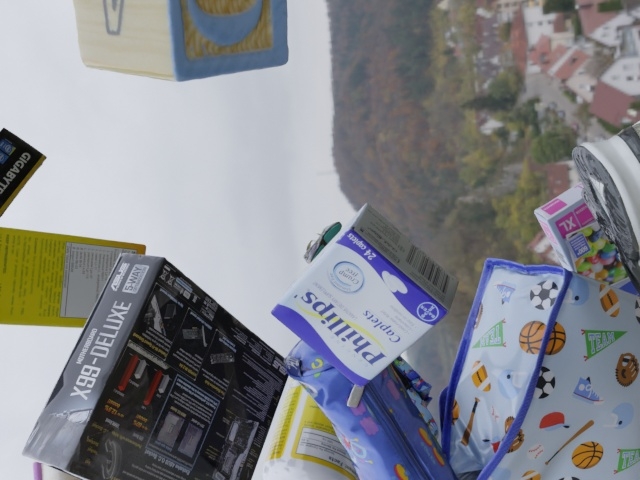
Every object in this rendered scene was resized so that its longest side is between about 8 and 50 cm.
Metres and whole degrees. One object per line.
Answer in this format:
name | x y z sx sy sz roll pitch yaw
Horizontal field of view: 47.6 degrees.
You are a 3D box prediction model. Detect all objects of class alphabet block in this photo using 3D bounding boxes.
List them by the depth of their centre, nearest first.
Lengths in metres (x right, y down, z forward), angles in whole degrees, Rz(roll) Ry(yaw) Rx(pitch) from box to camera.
alphabet block | -0.174 -0.310 0.893 0.192 0.197 0.193 -21 -61 -44

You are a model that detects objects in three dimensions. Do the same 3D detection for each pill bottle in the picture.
pill bottle | -0.004 0.408 1.426 0.188 0.188 0.334 75 -154 -49

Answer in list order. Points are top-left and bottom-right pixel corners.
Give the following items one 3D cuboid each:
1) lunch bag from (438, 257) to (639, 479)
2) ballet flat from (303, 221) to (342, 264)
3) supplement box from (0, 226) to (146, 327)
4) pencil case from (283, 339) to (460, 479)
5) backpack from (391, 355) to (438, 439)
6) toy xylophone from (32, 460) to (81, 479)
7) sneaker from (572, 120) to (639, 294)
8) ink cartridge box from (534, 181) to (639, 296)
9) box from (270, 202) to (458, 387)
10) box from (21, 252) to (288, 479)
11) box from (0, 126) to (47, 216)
lunch bag | 0.387 0.258 1.189 0.239 0.328 0.385 6 79 67
ballet flat | 0.000 0.000 1.549 0.114 0.041 0.041 -54 -21 -13
supplement box | -0.584 0.090 1.563 0.356 0.195 0.194 9 -100 -38
pencil case | 0.074 0.232 0.881 0.306 0.119 0.133 60 169 -14
backpack | 0.128 0.286 1.199 0.173 0.117 0.158 44 154 23
toy xylophone | -0.505 0.569 1.698 0.323 0.081 0.236 12 -117 -39
sneaker | 0.463 -0.068 0.867 0.169 0.257 0.447 66 -163 18
ink cartridge box | 0.566 0.019 1.414 0.311 0.186 0.065 55 -178 -26
box | 0.044 0.057 0.730 0.126 0.137 0.072 40 -150 -3
box | -0.170 0.195 0.874 0.307 0.076 0.242 49 -127 -48
box | -0.538 0.018 1.018 0.079 0.257 0.322 37 -131 -19
